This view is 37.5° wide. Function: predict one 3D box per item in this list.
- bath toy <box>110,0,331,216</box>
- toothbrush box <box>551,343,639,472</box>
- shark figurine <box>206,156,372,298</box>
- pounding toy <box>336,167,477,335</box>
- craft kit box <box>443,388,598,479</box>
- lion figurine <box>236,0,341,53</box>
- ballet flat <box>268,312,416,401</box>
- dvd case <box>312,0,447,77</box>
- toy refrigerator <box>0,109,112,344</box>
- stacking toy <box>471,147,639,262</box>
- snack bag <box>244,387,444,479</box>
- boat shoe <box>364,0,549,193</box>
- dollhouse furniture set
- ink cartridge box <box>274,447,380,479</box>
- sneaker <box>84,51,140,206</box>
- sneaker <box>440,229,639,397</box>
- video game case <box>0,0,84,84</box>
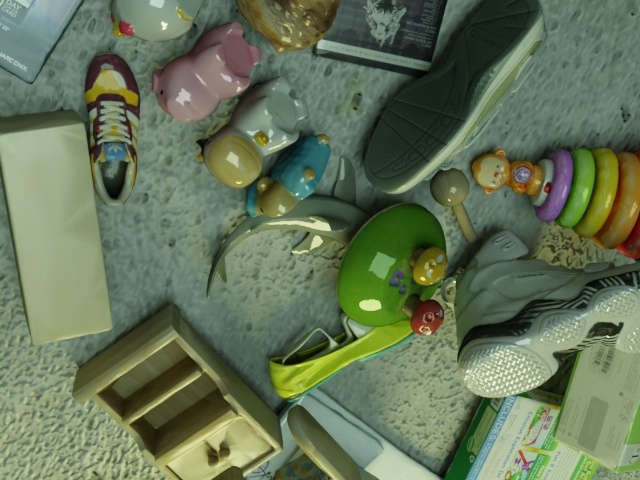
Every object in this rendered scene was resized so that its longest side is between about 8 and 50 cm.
[{"bbox_3d":[-0.137,-0.184,1.151,0.348,0.129,0.151,53,45,-27],"label":"bath toy"},{"bbox_3d":[0.502,0.223,1.423,0.283,0.122,0.206,6,102,-41],"label":"toothbrush box"},{"bbox_3d":[-0.023,-0.013,1.249,0.278,0.116,0.166,-7,110,-16],"label":"shark figurine"},{"bbox_3d":[0.143,0.036,1.264,0.237,0.110,0.183,-42,136,-13],"label":"pounding toy"},{"bbox_3d":[0.329,0.360,1.508,0.246,0.061,0.250,18,103,-25],"label":"craft kit box"},{"bbox_3d":[0.033,-0.418,1.089,0.392,0.142,0.240,-38,101,9],"label":"lion figurine"},{"bbox_3d":[0.030,0.148,1.347,0.231,0.077,0.077,-28,101,-4],"label":"ballet flat"},{"bbox_3d":[0.091,-0.332,1.216,0.164,0.018,0.221,7,106,-20],"label":"dvd case"},{"bbox_3d":[-0.332,-0.018,1.167,0.102,0.094,0.270,-11,113,-20],"label":"toy refrigerator"},{"bbox_3d":[0.361,-0.074,1.337,0.301,0.166,0.175,13,110,-5],"label":"stacking toy"},{"bbox_3d":[-0.004,0.424,1.456,0.342,0.037,0.323,39,95,-25],"label":"snack bag"},{"bbox_3d":[0.187,-0.183,1.249,0.320,0.118,0.103,-52,143,-2],"label":"boat shoe"},{"bbox_3d":[-0.167,0.302,1.151,0.362,0.394,0.256,-35,115,10],"label":"dollhouse furniture set"},{"bbox_3d":[-0.014,0.416,1.383,0.148,0.086,0.203,35,95,-24],"label":"ink cartridge box"},{"bbox_3d":[-0.251,-0.133,1.151,0.069,0.084,0.186,-6,111,-14],"label":"sneaker"},{"bbox_3d":[0.342,0.063,1.305,0.365,0.210,0.137,-23,131,6],"label":"sneaker"},{"bbox_3d":[-0.348,-0.346,1.078,0.196,0.026,0.274,31,99,-24],"label":"video game case"}]
